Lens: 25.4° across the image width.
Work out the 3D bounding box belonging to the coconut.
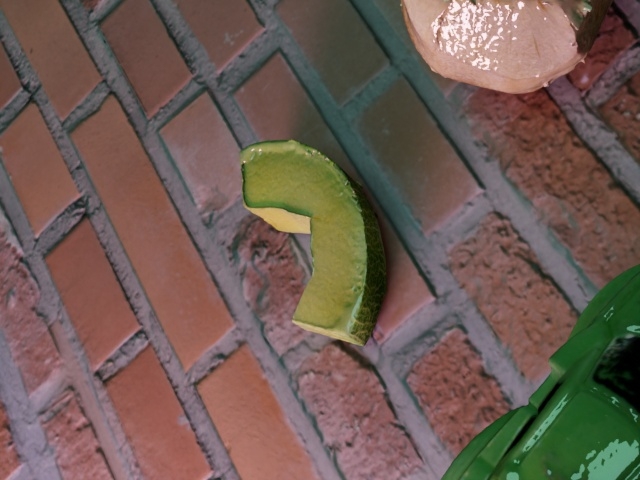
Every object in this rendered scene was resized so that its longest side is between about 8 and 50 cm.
[{"bbox_3d":[0.151,-0.210,1.160,0.194,0.194,0.194,-13,66,30],"label":"coconut"}]

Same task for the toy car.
[{"bbox_3d":[0.200,0.173,0.976,0.359,0.176,0.213,-52,53,6],"label":"toy car"}]

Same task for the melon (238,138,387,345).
[{"bbox_3d":[0.000,0.000,1.253,0.118,0.064,0.209,-23,63,25],"label":"melon"}]
